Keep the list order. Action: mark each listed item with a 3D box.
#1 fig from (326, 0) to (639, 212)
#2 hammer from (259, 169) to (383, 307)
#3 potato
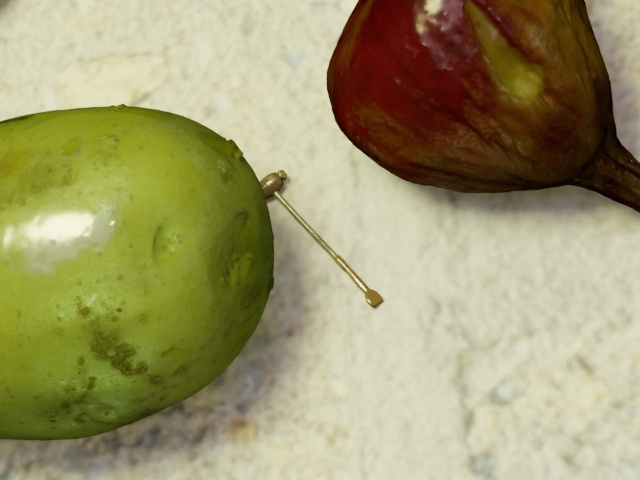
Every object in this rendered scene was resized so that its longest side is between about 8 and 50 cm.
[{"bbox_3d":[0.147,-0.107,1.274,0.290,0.190,0.191,21,77,16],"label":"fig"},{"bbox_3d":[0.000,0.000,1.347,0.029,0.014,0.123,-44,73,3],"label":"hammer"},{"bbox_3d":[-0.179,0.025,1.265,0.304,0.216,0.216,-14,71,-1],"label":"potato"}]
